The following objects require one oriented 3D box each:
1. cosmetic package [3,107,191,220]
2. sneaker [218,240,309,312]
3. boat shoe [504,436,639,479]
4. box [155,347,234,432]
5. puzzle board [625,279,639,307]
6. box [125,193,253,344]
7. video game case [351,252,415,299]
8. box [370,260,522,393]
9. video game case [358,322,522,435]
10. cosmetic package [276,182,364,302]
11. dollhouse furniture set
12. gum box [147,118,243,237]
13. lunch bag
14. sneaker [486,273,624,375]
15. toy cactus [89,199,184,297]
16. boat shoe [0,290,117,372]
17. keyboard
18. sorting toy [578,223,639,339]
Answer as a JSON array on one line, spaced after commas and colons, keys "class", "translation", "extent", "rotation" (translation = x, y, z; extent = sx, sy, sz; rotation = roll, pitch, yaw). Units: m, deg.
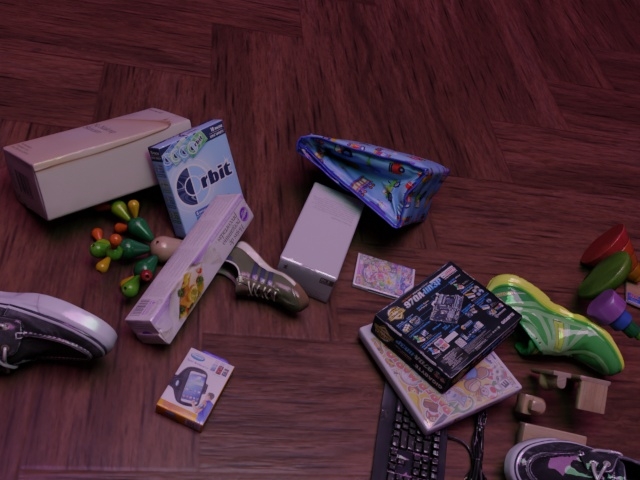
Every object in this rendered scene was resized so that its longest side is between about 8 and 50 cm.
[{"class": "cosmetic package", "translation": [-0.409, -0.152, 1.307], "extent": [0.310, 0.113, 0.160], "rotation": [-26, 33, -35]}, {"class": "sneaker", "translation": [-0.117, 0.082, 1.261], "extent": [0.192, 0.064, 0.086], "rotation": [38, 49, 24]}, {"class": "boat shoe", "translation": [0.454, 0.389, 1.122], "extent": [0.301, 0.102, 0.108], "rotation": [16, 71, -8]}, {"class": "box", "translation": [-0.198, 0.234, 1.118], "extent": [0.081, 0.028, 0.136], "rotation": [23, 48, 4]}, {"class": "puzzle board", "translation": [0.739, 0.129, 1.535], "extent": [0.128, 0.011, 0.096], "rotation": [23, 47, 4]}, {"class": "box", "translation": [-0.224, 0.042, 1.225], "extent": [0.067, 0.063, 0.324], "rotation": [-2, 42, 31]}, {"class": "video game case", "translation": [0.127, 0.075, 1.382], "extent": [0.122, 0.011, 0.087], "rotation": [17, 46, -3]}, {"class": "box", "translation": [0.229, 0.149, 1.246], "extent": [0.220, 0.051, 0.175], "rotation": [-31, 58, -34]}, {"class": "video game case", "translation": [0.210, 0.214, 1.233], "extent": [0.206, 0.026, 0.227], "rotation": [-16, 51, -24]}, {"class": "cosmetic package", "translation": [0.000, 0.000, 1.360], "extent": [0.117, 0.085, 0.231], "rotation": [22, 48, 2]}, {"class": "dollhouse furniture set", "translation": [0.415, 0.312, 1.249], "extent": [0.144, 0.123, 0.151], "rotation": [14, 81, -6]}, {"class": "gum box", "translation": [-0.233, -0.120, 1.328], "extent": [0.041, 0.184, 0.157], "rotation": [11, 33, 42]}, {"class": "lunch bag", "translation": [0.095, -0.156, 1.450], "extent": [0.293, 0.138, 0.221], "rotation": [30, 15, 17]}, {"class": "sneaker", "translation": [0.442, 0.184, 1.342], "extent": [0.296, 0.109, 0.123], "rotation": [32, 74, 6]}, {"class": "toy cactus", "translation": [-0.323, 0.005, 1.247], "extent": [0.181, 0.112, 0.219], "rotation": [3, 38, -30]}, {"class": "boat shoe", "translation": [-0.485, 0.148, 1.057], "extent": [0.335, 0.121, 0.119], "rotation": [10, 53, 6]}, {"class": "keyboard", "translation": [0.198, 0.321, 1.167], "extent": [0.202, 0.033, 0.317], "rotation": [17, 47, -3]}, {"class": "sorting toy", "translation": [0.627, 0.096, 1.433], "extent": [0.126, 0.127, 0.365], "rotation": [43, 32, -2]}]
